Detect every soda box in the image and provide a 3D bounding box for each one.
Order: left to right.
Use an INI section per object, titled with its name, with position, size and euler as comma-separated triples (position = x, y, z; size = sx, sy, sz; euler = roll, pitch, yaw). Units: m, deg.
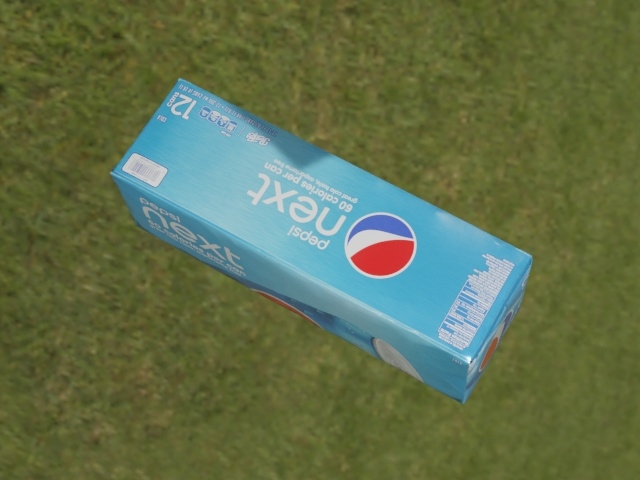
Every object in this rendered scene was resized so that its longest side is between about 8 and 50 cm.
[soda box]
position = 0.000, 0.000, 0.675
size = 0.067, 0.210, 0.071
euler = -57, 165, -18
